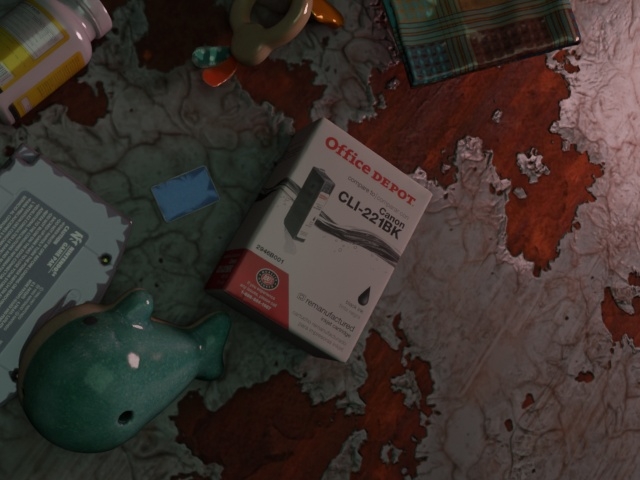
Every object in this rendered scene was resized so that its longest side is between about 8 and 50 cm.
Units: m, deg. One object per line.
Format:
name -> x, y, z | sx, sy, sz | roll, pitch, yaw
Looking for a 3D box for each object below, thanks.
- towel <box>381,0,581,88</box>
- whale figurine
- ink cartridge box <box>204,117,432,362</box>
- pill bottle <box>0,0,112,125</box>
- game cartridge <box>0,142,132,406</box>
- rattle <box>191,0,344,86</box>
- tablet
towel -> 0.202, -0.426, 1.156 | 0.271, 0.040, 0.370 | -16, 82, -3
whale figurine -> -0.218, 0.164, 0.959 | 0.272, 0.141, 0.216 | -6, 119, -37
ink cartridge box -> 0.000, 0.000, 1.085 | 0.197, 0.114, 0.273 | 33, 75, -16
pill bottle -> -0.349, -0.234, 0.968 | 0.184, 0.103, 0.103 | -45, 103, -18
game cartridge -> -0.375, 0.053, 0.969 | 0.196, 0.060, 0.294 | 38, 75, -12
rattle -> -0.074, -0.281, 1.119 | 0.130, 0.143, 0.200 | 31, 91, 15
tablet -> -0.183, -0.063, 1.075 | 0.083, 0.006, 0.054 | -25, 97, -20
